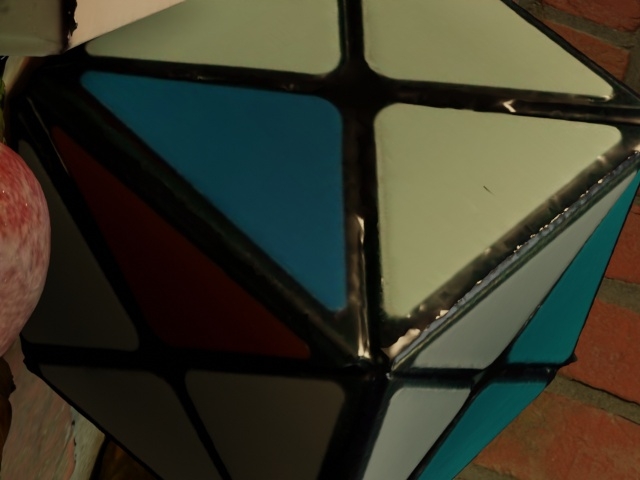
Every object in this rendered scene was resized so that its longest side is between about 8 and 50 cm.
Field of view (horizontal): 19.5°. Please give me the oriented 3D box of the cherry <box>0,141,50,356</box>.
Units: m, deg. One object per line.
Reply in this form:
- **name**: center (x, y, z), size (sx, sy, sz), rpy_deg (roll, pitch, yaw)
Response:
- **cherry**: center (-0.164, 0.023, 0.794), size (0.225, 0.090, 0.107), rpy_deg (114, -16, -64)

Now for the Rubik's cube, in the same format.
- **Rubik's cube**: center (0.000, 0.000, 1.011), size (0.246, 0.250, 0.248), rpy_deg (-39, 159, -31)

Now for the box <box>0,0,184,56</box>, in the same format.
- **box**: center (-0.068, -0.195, 0.731), size (0.343, 0.065, 0.200), rpy_deg (-46, 138, -71)

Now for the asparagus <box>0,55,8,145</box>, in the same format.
- **asparagus**: center (-0.149, -0.075, 0.816), size (0.036, 0.030, 0.165), rpy_deg (-75, 179, -49)

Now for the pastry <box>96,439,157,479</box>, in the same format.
- **pastry**: center (-0.090, 0.174, 1.477), size (0.240, 0.132, 0.235), rpy_deg (70, 41, -77)

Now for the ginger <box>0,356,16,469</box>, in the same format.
- **ginger**: center (-0.186, 0.117, 0.904), size (0.162, 0.073, 0.103), rpy_deg (-47, 157, -72)
